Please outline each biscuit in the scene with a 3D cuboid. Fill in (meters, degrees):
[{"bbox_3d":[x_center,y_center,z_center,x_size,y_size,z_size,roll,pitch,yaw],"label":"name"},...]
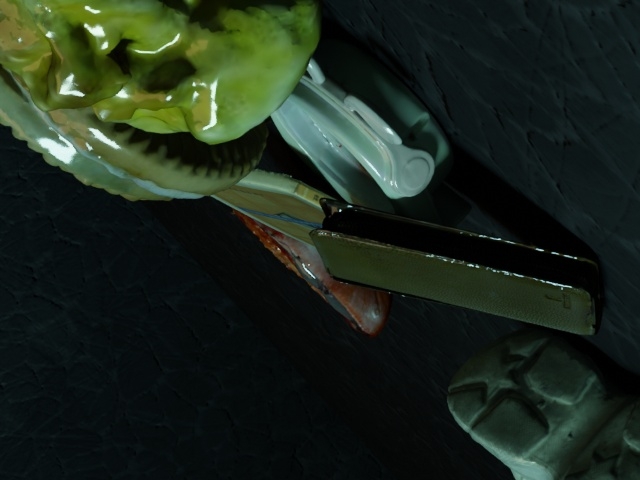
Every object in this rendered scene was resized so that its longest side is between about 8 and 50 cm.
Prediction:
[{"bbox_3d":[-0.146,-0.128,1.217,0.259,0.079,0.259,36,-150,-24],"label":"biscuit"}]

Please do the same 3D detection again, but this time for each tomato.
[{"bbox_3d":[0.001,0.001,1.722,0.166,0.082,0.174,43,177,38],"label":"tomato"}]

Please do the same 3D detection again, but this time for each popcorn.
[{"bbox_3d":[-0.147,-0.174,1.027,0.286,0.225,0.174,56,136,29],"label":"popcorn"}]

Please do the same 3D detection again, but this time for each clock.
[{"bbox_3d":[0.029,-0.077,1.294,0.151,0.062,0.191,41,170,23],"label":"clock"}]

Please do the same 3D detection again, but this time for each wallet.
[{"bbox_3d":[0.095,0.019,1.274,0.198,0.031,0.110,13,162,14],"label":"wallet"}]

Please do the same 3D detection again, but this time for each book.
[{"bbox_3d":[0.002,-0.013,1.476,0.170,0.018,0.242,13,170,45],"label":"book"}]

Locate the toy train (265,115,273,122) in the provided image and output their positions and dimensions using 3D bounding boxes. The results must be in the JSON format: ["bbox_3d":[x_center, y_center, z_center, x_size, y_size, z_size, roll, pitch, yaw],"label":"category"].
[{"bbox_3d":[-0.108,-0.138,1.461,0.154,0.115,0.269,46,171,0],"label":"toy train"}]

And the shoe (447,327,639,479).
[{"bbox_3d":[0.257,0.208,1.420,0.210,0.132,0.342,46,176,-39],"label":"shoe"}]
